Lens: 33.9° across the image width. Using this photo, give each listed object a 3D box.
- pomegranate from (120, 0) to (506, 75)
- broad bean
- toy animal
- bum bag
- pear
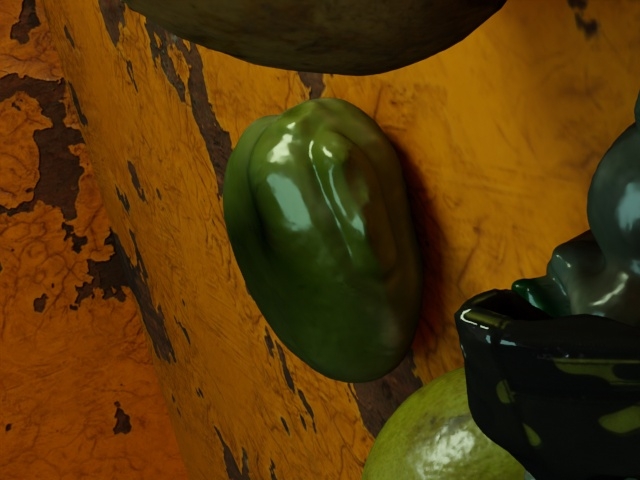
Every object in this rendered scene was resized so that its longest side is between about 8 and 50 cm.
[{"bbox_3d":[-0.003,-0.209,0.499,0.281,0.281,0.281,54,155,39],"label":"pomegranate"},{"bbox_3d":[0.001,0.000,0.905,0.238,0.119,0.291,47,154,31],"label":"broad bean"},{"bbox_3d":[0.170,0.004,0.487,0.125,0.127,0.251,-111,25,-58],"label":"toy animal"},{"bbox_3d":[0.170,0.059,0.409,0.060,0.232,0.107,-68,-34,-45],"label":"bum bag"},{"bbox_3d":[0.117,0.167,0.638,0.200,0.200,0.200,54,155,39],"label":"pear"}]
